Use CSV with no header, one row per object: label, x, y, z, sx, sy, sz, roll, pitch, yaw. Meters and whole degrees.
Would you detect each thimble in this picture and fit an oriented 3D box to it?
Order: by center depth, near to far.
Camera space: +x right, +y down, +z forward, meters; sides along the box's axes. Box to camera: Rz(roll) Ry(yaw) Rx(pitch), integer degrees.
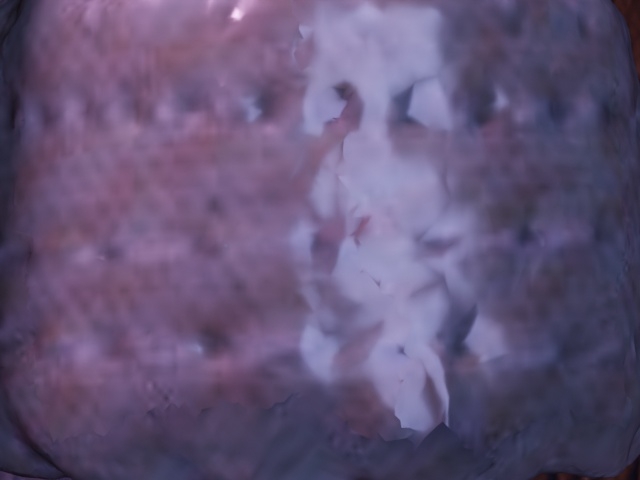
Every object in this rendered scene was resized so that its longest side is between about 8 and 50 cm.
thimble,0.000,0.000,0.608,0.291,0.291,0.195,1,88,-22
